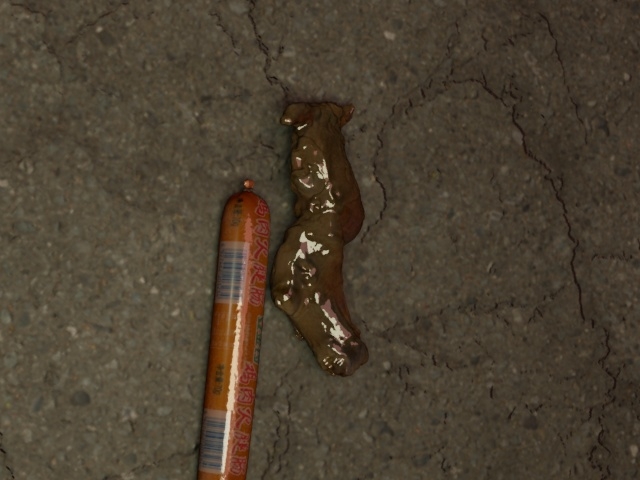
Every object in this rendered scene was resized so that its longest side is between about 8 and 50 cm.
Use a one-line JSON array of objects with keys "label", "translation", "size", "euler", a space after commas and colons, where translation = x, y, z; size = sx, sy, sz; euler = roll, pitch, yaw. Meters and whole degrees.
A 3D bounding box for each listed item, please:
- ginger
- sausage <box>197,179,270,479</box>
[{"label": "ginger", "translation": [0.000, -0.002, 1.526], "size": [0.122, 0.084, 0.290], "euler": [0, 88, -58]}, {"label": "sausage", "translation": [-0.088, 0.109, 1.492], "size": [0.053, 0.053, 0.348], "euler": [7, 84, -21]}]
